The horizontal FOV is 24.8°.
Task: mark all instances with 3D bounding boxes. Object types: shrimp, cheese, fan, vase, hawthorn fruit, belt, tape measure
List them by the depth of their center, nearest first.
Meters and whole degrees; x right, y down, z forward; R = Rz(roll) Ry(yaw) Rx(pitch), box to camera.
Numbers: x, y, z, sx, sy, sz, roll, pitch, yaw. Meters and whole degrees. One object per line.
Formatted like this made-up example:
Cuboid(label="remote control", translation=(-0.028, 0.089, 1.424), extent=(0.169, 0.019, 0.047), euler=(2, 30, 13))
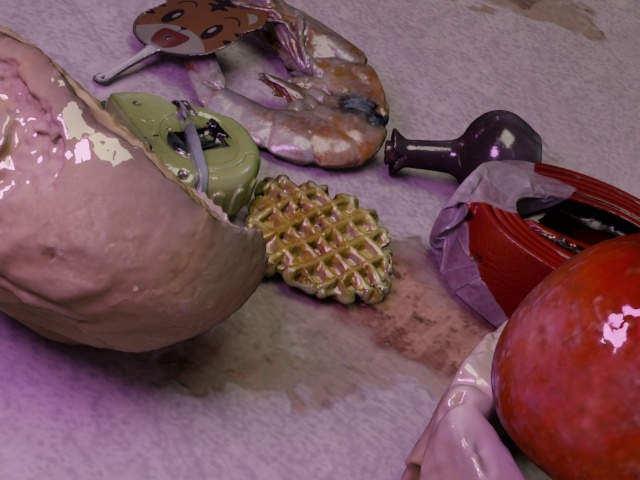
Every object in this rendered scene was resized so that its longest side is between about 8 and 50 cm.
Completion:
Cuboid(label="hawthorn fruit", translation=(0.271, 0.110, 1.149), extent=(0.235, 0.263, 0.231), euler=(37, 53, -27))
Cuboid(label="cheese", translation=(0.220, 0.223, 1.292), extent=(0.292, 0.153, 0.332), euler=(37, 37, 19))
Cuboid(label="tape measure", translation=(-0.141, -0.087, 1.548), extent=(0.154, 0.087, 0.177), euler=(-6, 47, -35))
Cuboid(label="belt", translation=(0.279, 0.026, 1.611), extent=(0.323, 0.115, 0.227), euler=(23, 34, -2))
Cuboid(label="vase", translation=(0.166, -0.098, 1.717), extent=(0.183, 0.120, 0.120), euler=(4, 38, -3))
Cuboid(label="fan", translation=(-0.181, -0.239, 1.733), extent=(0.152, 0.008, 0.226), euler=(26, 50, 33))
Cuboid(label="shrimp", translation=(-0.059, -0.212, 1.772), extent=(0.247, 0.085, 0.360), euler=(-14, 53, -31))

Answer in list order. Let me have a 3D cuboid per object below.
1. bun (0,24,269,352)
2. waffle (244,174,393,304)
Cuboid(label="bun", translation=(-0.231, -0.026, 1.294), extent=(0.364, 0.202, 0.364), euler=(39, -1, 1))
Cuboid(label="waffle", translation=(0.000, 0.000, 1.557), extent=(0.169, 0.036, 0.183), euler=(18, 38, -11))
